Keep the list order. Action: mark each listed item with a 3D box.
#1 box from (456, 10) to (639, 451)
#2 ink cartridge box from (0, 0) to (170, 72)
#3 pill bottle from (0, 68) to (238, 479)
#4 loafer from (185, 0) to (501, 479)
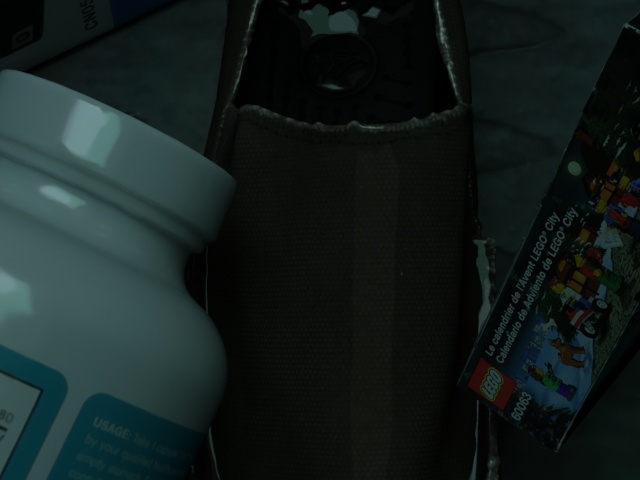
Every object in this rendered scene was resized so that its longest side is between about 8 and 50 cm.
[{"bbox_3d":[0.145,-0.047,0.557,0.044,0.159,0.233,34,43,16],"label":"box"},{"bbox_3d":[-0.200,-0.152,0.626,0.307,0.223,0.129,-28,68,-13],"label":"ink cartridge box"},{"bbox_3d":[-0.124,0.080,0.517,0.146,0.146,0.264,25,83,13],"label":"pill bottle"},{"bbox_3d":[0.000,0.000,0.598,0.134,0.130,0.366,-3,63,-1],"label":"loafer"}]
